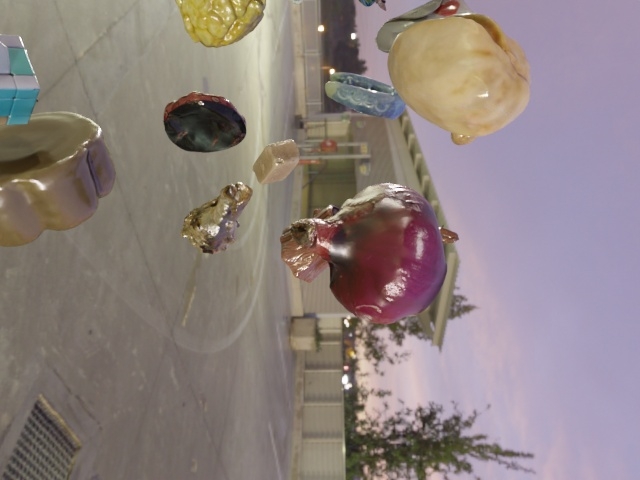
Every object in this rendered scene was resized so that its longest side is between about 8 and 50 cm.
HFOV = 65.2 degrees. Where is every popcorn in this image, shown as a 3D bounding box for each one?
[{"bbox_3d":[-0.259,-0.625,1.294,0.225,0.249,0.249,48,22,-26],"label":"popcorn"}]

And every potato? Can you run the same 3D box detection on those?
[{"bbox_3d":[0.370,-0.277,1.298,0.062,0.068,0.083,-54,173,0],"label":"potato"}]

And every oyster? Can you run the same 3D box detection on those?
[{"bbox_3d":[-0.321,-0.072,1.647,0.337,0.197,0.133,-49,-131,31],"label":"oyster"}]

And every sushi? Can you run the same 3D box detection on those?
[{"bbox_3d":[0.441,-0.019,1.790,0.062,0.117,0.060,-60,-173,4],"label":"sushi"}]

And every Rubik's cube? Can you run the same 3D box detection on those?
[{"bbox_3d":[-0.899,-0.428,1.338,0.265,0.212,0.225,-34,-103,43],"label":"Rubik's cube"}]

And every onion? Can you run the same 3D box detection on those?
[{"bbox_3d":[0.119,0.010,1.375,0.398,0.420,0.399,-32,-135,40],"label":"onion"}]

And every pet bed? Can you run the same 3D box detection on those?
[{"bbox_3d":[-0.280,-0.279,1.205,0.201,0.201,0.054,86,-5,-64],"label":"pet bed"}]

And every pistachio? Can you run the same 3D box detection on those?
[{"bbox_3d":[0.295,-0.355,1.067,0.321,0.229,0.238,38,-50,30],"label":"pistachio"}]

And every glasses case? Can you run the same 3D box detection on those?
[{"bbox_3d":[0.321,-0.674,1.541,0.128,0.307,0.083,-109,173,-52],"label":"glasses case"}]

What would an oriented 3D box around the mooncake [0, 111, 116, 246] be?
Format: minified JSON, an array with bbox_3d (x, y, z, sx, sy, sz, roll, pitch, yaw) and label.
[{"bbox_3d":[-0.883,-0.199,1.552,0.467,0.466,0.263,-89,175,-51],"label":"mooncake"}]

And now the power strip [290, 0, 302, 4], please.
[{"bbox_3d":[-0.021,-0.428,0.836,0.055,0.083,0.035,45,2,-5],"label":"power strip"}]

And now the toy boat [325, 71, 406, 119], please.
[{"bbox_3d":[0.187,-0.594,1.979,0.215,0.329,0.123,-68,180,-55],"label":"toy boat"}]

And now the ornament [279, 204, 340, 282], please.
[{"bbox_3d":[0.000,0.000,1.723,0.235,0.217,0.221,20,43,-56],"label":"ornament"}]

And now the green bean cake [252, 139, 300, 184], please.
[{"bbox_3d":[-0.152,-0.267,1.723,0.179,0.109,0.085,-35,-105,57],"label":"green bean cake"}]

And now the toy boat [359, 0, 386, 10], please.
[{"bbox_3d":[0.141,-0.745,1.327,0.134,0.092,0.299,-50,158,3],"label":"toy boat"}]
